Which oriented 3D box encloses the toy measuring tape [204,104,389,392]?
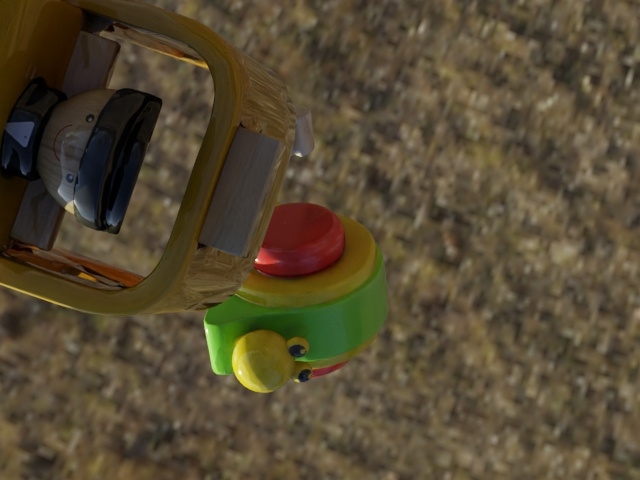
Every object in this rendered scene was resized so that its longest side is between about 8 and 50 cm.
[{"bbox_3d":[0.000,0.000,1.416,0.121,0.330,0.121,5,124,8],"label":"toy measuring tape"}]

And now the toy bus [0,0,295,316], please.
[{"bbox_3d":[-0.064,-0.027,0.578,0.104,0.202,0.191,18,137,7],"label":"toy bus"}]
